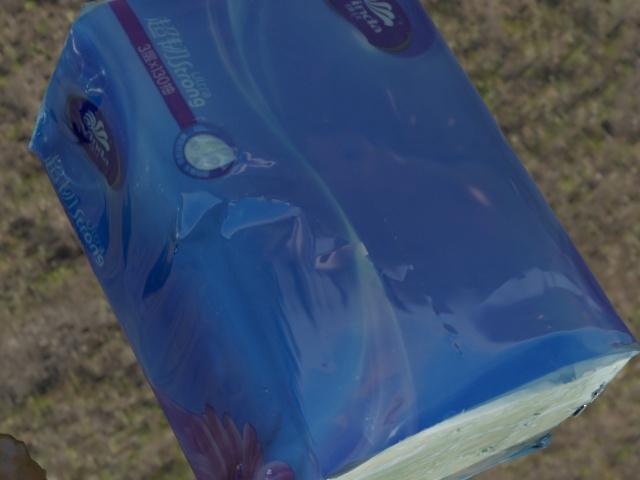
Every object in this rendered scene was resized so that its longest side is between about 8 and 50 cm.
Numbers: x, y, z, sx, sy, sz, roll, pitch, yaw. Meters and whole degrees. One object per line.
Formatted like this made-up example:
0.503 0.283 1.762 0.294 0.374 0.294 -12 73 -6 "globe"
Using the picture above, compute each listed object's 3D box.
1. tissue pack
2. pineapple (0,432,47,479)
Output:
0.000 0.000 0.804 0.198 0.263 0.146 -18 157 -29 "tissue pack"
-0.352 0.279 1.398 0.157 0.158 0.278 2 147 -40 "pineapple"
